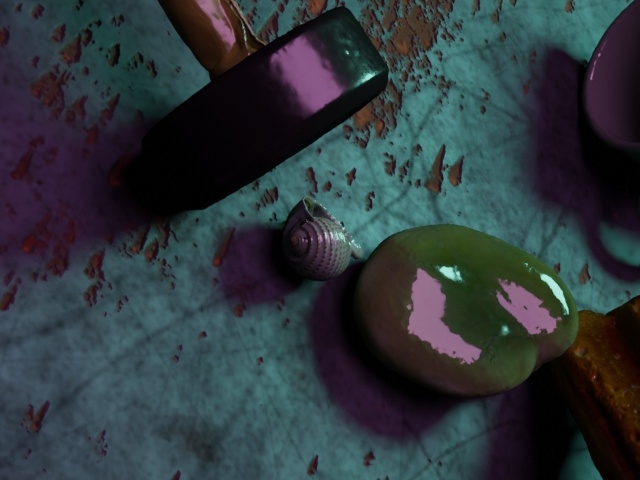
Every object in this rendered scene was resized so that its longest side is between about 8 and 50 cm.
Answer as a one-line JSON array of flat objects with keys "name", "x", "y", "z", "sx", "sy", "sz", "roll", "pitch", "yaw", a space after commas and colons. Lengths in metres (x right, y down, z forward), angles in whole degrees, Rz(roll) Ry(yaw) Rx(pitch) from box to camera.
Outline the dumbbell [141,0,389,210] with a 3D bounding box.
[{"name": "dumbbell", "x": -0.110, "y": -0.203, "z": 1.070, "sx": 0.204, "sy": 0.204, "sz": 0.322, "roll": -37, "pitch": 93, "yaw": -46}]

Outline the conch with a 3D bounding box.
[{"name": "conch", "x": -0.004, "y": 0.002, "z": 1.160, "sx": 0.076, "sy": 0.057, "sz": 0.085, "roll": 62, "pitch": 11, "yaw": 28}]

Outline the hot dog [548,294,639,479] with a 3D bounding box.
[{"name": "hot dog", "x": 0.316, "y": 0.183, "z": 1.216, "sx": 0.349, "sy": 0.158, "sz": 0.117, "roll": -115, "pitch": -172, "yaw": -54}]

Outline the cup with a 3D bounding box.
[{"name": "cup", "x": 0.452, "y": -0.111, "z": 1.521, "sx": 0.257, "sy": 0.227, "sz": 0.301, "roll": 30, "pitch": 69, "yaw": -31}]

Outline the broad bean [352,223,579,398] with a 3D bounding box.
[{"name": "broad bean", "x": 0.132, "y": 0.059, "z": 1.221, "sx": 0.228, "sy": 0.100, "sz": 0.169, "roll": -13, "pitch": 70, "yaw": -42}]
